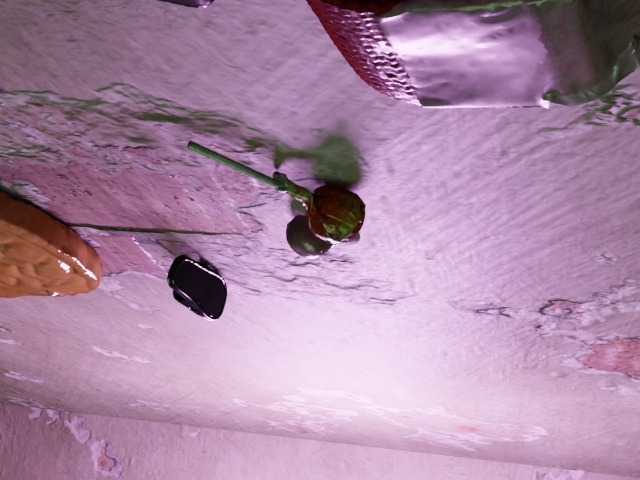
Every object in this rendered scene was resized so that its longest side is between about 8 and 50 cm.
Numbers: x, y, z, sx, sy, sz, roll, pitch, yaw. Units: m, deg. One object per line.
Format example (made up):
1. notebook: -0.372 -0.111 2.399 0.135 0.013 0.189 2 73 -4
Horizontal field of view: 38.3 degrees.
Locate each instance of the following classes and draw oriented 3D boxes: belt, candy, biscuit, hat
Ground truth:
1. belt: 0.091 -0.143 0.500 0.200 0.128 0.124 3 160 24
2. candy: -0.042 -0.053 0.916 0.201 0.061 0.060 26 155 -22
3. biscuit: -0.488 0.003 1.215 0.364 0.062 0.385 -4 156 32
4. hat: 0.002 0.002 1.037 0.087 0.042 0.058 19 158 -25

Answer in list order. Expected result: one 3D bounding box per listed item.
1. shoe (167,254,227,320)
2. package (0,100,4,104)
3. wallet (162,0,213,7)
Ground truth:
1. shoe: -0.176 0.058 1.240 0.053 0.062 0.159 15 163 22
2. package: -0.345 -0.143 0.838 0.110 0.015 0.037 11 165 -2
3. wallet: -0.137 -0.223 0.510 0.149 0.044 0.250 11 160 7
